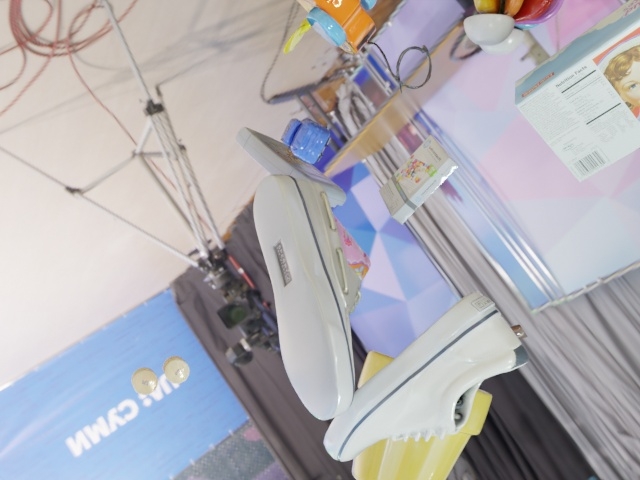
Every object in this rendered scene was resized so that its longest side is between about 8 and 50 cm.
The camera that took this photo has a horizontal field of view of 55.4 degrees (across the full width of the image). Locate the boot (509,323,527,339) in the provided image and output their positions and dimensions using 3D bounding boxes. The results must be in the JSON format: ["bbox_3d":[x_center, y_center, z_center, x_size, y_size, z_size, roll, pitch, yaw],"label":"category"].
[{"bbox_3d":[0.300,0.160,1.046,0.114,0.037,0.106,-10,157,5],"label":"boot"}]

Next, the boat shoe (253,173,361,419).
[{"bbox_3d":[-0.001,0.053,0.659,0.088,0.268,0.096,-1,152,-35],"label":"boat shoe"}]

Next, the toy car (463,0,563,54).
[{"bbox_3d":[0.303,-0.378,0.937,0.136,0.159,0.182,6,-173,27],"label":"toy car"}]

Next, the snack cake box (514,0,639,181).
[{"bbox_3d":[0.404,-0.214,0.781,0.264,0.152,0.089,-35,-161,34],"label":"snack cake box"}]

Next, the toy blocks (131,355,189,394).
[{"bbox_3d":[-0.361,0.298,1.365,0.123,0.054,0.148,-16,179,-18],"label":"toy blocks"}]

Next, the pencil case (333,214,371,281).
[{"bbox_3d":[0.000,0.000,1.410,0.124,0.124,0.284,-37,128,10],"label":"pencil case"}]

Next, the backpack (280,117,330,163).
[{"bbox_3d":[-0.035,-0.228,1.397,0.098,0.101,0.120,-66,-162,13],"label":"backpack"}]

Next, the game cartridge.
[{"bbox_3d":[-0.084,-0.194,1.589,0.062,0.297,0.198,-55,150,10],"label":"game cartridge"}]

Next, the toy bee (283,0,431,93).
[{"bbox_3d":[0.021,-0.354,0.981,0.195,0.298,0.162,-31,-161,-5],"label":"toy bee"}]

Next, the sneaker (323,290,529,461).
[{"bbox_3d":[0.100,0.167,0.624,0.094,0.091,0.258,-6,142,-52],"label":"sneaker"}]

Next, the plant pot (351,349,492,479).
[{"bbox_3d":[0.176,0.367,1.184,0.254,0.253,0.239,76,33,-82],"label":"plant pot"}]

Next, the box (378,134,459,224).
[{"bbox_3d":[0.224,-0.143,1.418,0.186,0.038,0.145,-46,-154,18],"label":"box"}]
